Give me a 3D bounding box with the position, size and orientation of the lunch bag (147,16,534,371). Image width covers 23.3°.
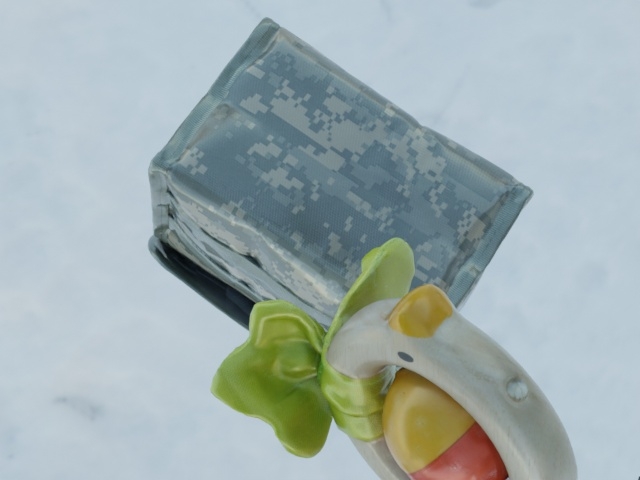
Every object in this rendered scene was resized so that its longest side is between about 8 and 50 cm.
[{"bbox_3d":[0.000,0.000,1.179,0.235,0.287,0.169,34,73,5],"label":"lunch bag"}]

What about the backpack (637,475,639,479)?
[{"bbox_3d":[0.260,0.112,0.594,0.263,0.213,0.276,16,63,9],"label":"backpack"}]

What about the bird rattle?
[{"bbox_3d":[0.063,0.122,0.883,0.253,0.143,0.207,57,153,5],"label":"bird rattle"}]
